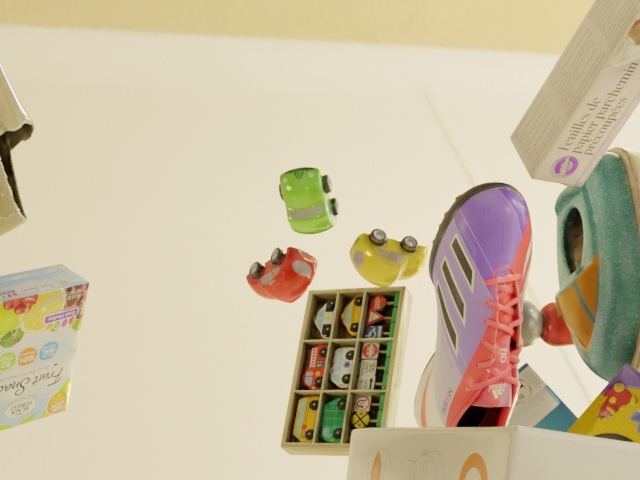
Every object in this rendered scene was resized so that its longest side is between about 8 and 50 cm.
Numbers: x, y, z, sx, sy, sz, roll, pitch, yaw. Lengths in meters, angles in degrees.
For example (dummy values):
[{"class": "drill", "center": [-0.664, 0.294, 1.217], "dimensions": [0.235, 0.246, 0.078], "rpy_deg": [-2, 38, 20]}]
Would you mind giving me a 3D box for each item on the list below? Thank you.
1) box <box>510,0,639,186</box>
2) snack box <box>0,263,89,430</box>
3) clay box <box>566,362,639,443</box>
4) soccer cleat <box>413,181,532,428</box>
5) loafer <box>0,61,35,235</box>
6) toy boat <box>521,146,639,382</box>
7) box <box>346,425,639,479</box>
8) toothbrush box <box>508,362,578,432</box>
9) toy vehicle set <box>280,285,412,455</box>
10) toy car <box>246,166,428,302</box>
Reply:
[{"class": "box", "center": [0.280, -0.189, 1.054], "dimensions": [0.063, 0.324, 0.067], "rpy_deg": [7, -139, -25]}, {"class": "snack box", "center": [-0.408, 0.147, 1.553], "dimensions": [0.070, 0.207, 0.174], "rpy_deg": [30, -153, 32]}, {"class": "clay box", "center": [0.281, 0.245, 1.147], "dimensions": [0.222, 0.053, 0.127], "rpy_deg": [-49, -129, -3]}, {"class": "soccer cleat", "center": [0.162, 0.096, 1.152], "dimensions": [0.109, 0.318, 0.116], "rpy_deg": [-3, -149, -16]}, {"class": "loafer", "center": [-0.318, -0.124, 1.103], "dimensions": [0.092, 0.268, 0.102], "rpy_deg": [-1, 177, -6]}, {"class": "toy boat", "center": [0.298, 0.057, 1.335], "dimensions": [0.148, 0.318, 0.267], "rpy_deg": [1, -113, -8]}, {"class": "box", "center": [0.144, 0.265, 0.940], "dimensions": [0.168, 0.345, 0.215], "rpy_deg": [10, -101, -15]}, {"class": "toothbrush box", "center": [0.225, 0.340, 1.522], "dimensions": [0.295, 0.126, 0.216], "rpy_deg": [-38, -104, -12]}, {"class": "toy vehicle set", "center": [0.042, 0.196, 1.773], "dimensions": [0.166, 0.035, 0.266], "rpy_deg": [-5, -123, 25]}, {"class": "toy car", "center": [0.000, 0.000, 1.421], "dimensions": [0.239, 0.225, 0.053], "rpy_deg": [-9, -129, 12]}]
